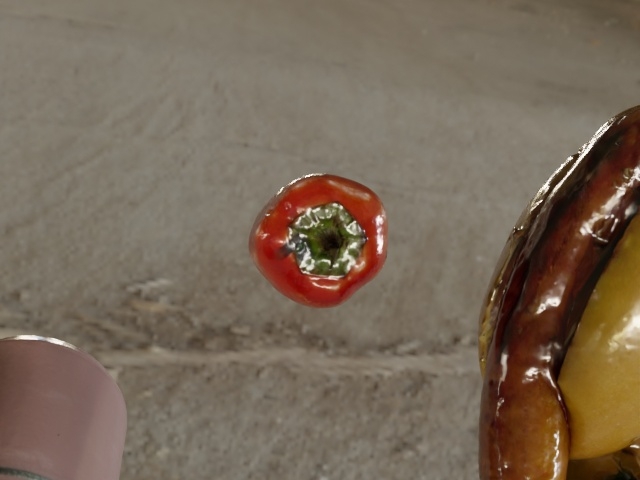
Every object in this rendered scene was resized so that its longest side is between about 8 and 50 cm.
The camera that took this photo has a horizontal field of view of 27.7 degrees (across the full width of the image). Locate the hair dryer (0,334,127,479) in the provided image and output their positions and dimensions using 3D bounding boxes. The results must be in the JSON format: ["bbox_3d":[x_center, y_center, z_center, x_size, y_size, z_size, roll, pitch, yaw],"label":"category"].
[{"bbox_3d":[-0.230,0.078,0.692,0.125,0.352,0.210,-20,34,14],"label":"hair dryer"}]

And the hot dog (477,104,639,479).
[{"bbox_3d":[0.168,0.038,0.748,0.107,0.326,0.194,29,-16,-31],"label":"hot dog"}]

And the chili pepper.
[{"bbox_3d":[0.000,0.000,0.823,0.084,0.086,0.192,24,6,-8],"label":"chili pepper"}]
